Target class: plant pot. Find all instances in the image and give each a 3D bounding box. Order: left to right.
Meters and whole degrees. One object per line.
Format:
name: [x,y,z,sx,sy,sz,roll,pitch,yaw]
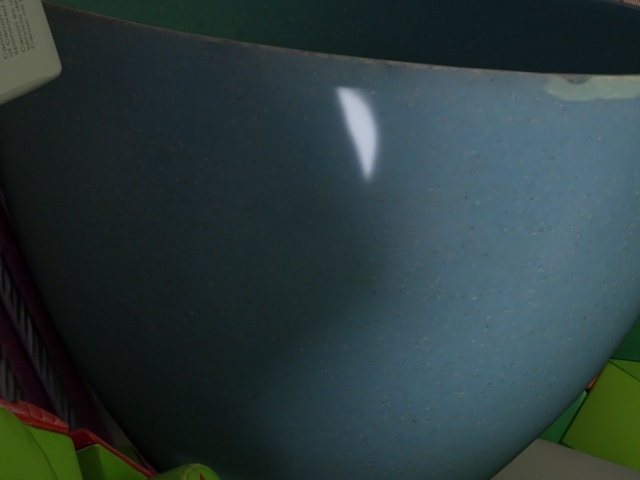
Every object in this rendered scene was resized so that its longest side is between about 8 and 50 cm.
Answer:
plant pot: [0.006,-0.001,0.657,0.290,0.290,0.195,-41,139,-69]

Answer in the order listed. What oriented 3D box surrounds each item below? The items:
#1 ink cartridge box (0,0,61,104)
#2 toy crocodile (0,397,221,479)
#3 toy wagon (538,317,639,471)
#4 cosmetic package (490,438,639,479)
ink cartridge box: [-0.165,-0.067,0.371,0.176,0.127,0.128,-45,121,-68]
toy crocodile: [-0.107,0.088,0.474,0.340,0.115,0.105,38,30,-65]
toy wagon: [0.165,0.116,0.886,0.344,0.267,0.068,-58,-176,-6]
cosmetic package: [0.157,0.320,0.606,0.394,0.330,0.327,-41,144,-70]
